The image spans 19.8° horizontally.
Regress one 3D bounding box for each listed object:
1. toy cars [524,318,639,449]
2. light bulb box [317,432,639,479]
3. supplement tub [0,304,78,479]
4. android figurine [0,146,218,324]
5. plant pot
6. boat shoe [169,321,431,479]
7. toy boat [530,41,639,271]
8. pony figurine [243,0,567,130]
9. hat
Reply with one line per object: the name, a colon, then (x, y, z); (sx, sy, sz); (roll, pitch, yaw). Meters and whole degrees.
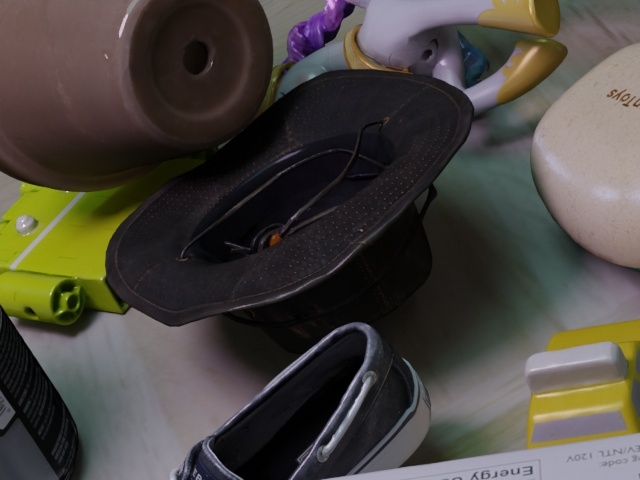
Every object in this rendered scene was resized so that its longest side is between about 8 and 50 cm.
toy cars: (0.098, 0.167, 1.163); (0.393, 0.087, 0.176); (-39, 33, -18)
light bulb box: (0.115, 0.282, 0.797); (0.357, 0.225, 0.361); (-10, 31, 11)
supplement tub: (-0.341, 0.080, 1.375); (0.207, 0.338, 0.207); (-20, 32, 13)
android figurine: (-0.199, -0.014, 1.675); (0.272, 0.056, 0.248); (9, 47, 41)
plant pot: (-0.158, -0.161, 1.541); (0.263, 0.263, 0.229); (-43, 31, -23)
boat shoe: (-0.057, 0.175, 1.218); (0.301, 0.102, 0.108); (-42, 46, -4)
toy boat: (0.319, -0.084, 1.331); (0.318, 0.148, 0.267); (-38, 28, -2)
pony figurine: (0.069, -0.239, 1.601); (0.363, 0.302, 0.351); (-19, 56, 39)
hat: (0.000, 0.000, 1.423); (0.331, 0.134, 0.331); (-26, 26, 14)
